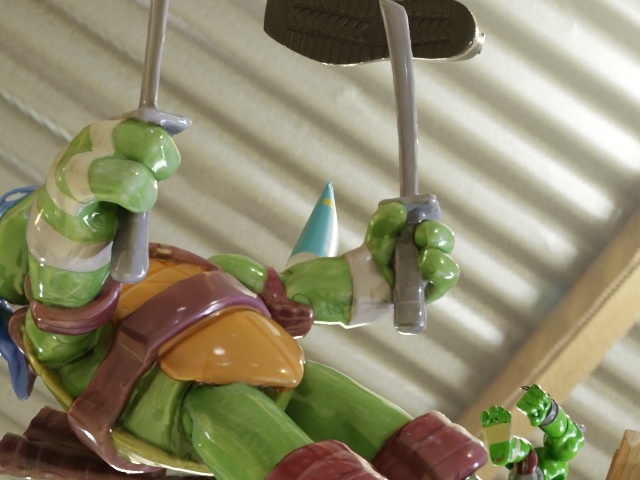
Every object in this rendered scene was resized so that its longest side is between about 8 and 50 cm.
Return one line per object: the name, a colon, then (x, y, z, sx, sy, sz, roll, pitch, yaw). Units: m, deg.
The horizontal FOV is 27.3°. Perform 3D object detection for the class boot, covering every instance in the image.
boot: (0.056, -0.194, 1.252, 0.198, 0.137, 0.076, 12, -85, 14)

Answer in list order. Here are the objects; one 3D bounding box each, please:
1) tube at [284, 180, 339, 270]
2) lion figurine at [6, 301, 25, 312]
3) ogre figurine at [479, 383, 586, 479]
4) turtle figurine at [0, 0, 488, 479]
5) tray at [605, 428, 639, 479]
tube: (0.000, 0.000, 1.571, 0.052, 0.207, 0.080, 2, -68, 8)
lion figurine: (-0.329, 0.016, 1.044, 0.240, 0.142, 0.392, -27, -56, 19)
ogre figurine: (0.210, 0.249, 1.393, 0.118, 0.097, 0.197, 18, -94, -39)
turtle figurine: (0.001, 0.013, 0.471, 0.275, 0.198, 0.266, -42, -114, -11)
tray: (0.218, 0.321, 1.008, 0.076, 0.411, 0.202, 12, -71, 16)
